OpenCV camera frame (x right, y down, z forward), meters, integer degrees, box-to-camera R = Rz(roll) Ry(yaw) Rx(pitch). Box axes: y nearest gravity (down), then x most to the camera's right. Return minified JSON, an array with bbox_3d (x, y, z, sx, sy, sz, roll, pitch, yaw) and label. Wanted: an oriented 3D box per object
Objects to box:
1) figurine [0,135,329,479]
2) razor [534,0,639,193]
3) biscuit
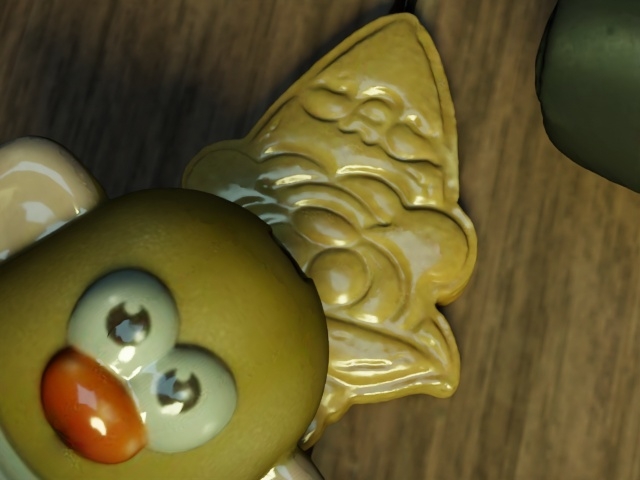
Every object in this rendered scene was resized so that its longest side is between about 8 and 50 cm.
[{"bbox_3d":[-0.124,0.091,0.737,0.285,0.167,0.342,-35,114,-7],"label":"figurine"},{"bbox_3d":[0.275,-0.055,0.790,0.349,0.113,0.204,25,52,13],"label":"razor"},{"bbox_3d":[0.000,0.000,0.848,0.162,0.035,0.250,18,69,6],"label":"biscuit"}]
